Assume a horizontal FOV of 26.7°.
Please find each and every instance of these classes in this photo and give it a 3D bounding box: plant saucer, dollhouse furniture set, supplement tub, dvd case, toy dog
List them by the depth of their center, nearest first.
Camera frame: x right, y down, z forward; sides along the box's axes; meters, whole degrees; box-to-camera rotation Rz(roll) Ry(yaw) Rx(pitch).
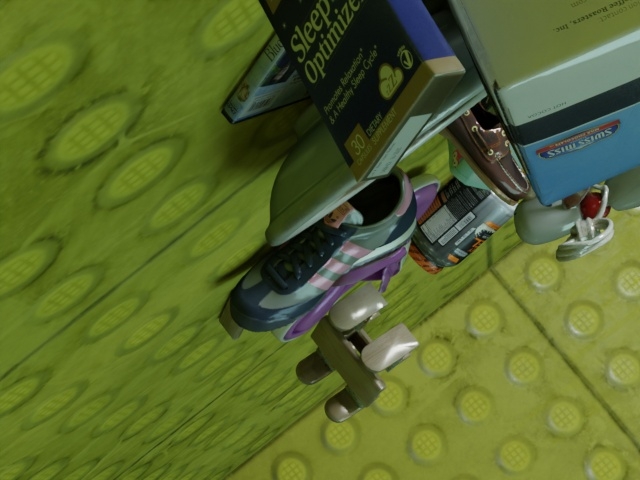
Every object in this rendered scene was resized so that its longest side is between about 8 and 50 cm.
[{"bbox_3d":[0.023,-0.218,1.316,0.180,0.022,0.253,-26,162,-48],"label":"dvd case"},{"bbox_3d":[0.082,-0.147,1.459,0.400,0.100,0.400,-37,179,-1],"label":"plant saucer"},{"bbox_3d":[0.423,-0.118,1.916,0.334,0.161,0.220,-26,-170,-2],"label":"toy dog"},{"bbox_3d":[-0.009,0.151,2.010,0.161,0.242,0.212,-31,165,-28],"label":"dollhouse furniture set"},{"bbox_3d":[0.238,-0.035,2.337,0.190,0.117,0.117,-43,167,20],"label":"supplement tub"}]

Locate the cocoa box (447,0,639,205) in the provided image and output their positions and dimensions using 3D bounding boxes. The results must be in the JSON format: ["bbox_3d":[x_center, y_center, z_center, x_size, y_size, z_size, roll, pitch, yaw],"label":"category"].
[{"bbox_3d":[0.282,-0.226,1.111,0.347,0.231,0.228,-24,153,8],"label":"cocoa box"}]

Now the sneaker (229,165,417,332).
[{"bbox_3d":[0.000,0.000,1.882,0.319,0.112,0.131,-37,151,-21],"label":"sneaker"}]

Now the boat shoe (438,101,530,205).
[{"bbox_3d":[0.205,-0.134,1.721,0.073,0.207,0.073,-38,-161,20],"label":"boat shoe"}]

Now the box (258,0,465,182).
[{"bbox_3d":[0.016,-0.173,1.015,0.036,0.225,0.136,-13,155,-31],"label":"box"}]

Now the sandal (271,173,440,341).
[{"bbox_3d":[0.076,0.046,2.199,0.169,0.102,0.416,-22,159,-52],"label":"sandal"}]

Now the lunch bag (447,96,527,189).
[{"bbox_3d":[0.295,-0.194,1.851,0.262,0.160,0.223,-32,168,-50],"label":"lunch bag"}]
